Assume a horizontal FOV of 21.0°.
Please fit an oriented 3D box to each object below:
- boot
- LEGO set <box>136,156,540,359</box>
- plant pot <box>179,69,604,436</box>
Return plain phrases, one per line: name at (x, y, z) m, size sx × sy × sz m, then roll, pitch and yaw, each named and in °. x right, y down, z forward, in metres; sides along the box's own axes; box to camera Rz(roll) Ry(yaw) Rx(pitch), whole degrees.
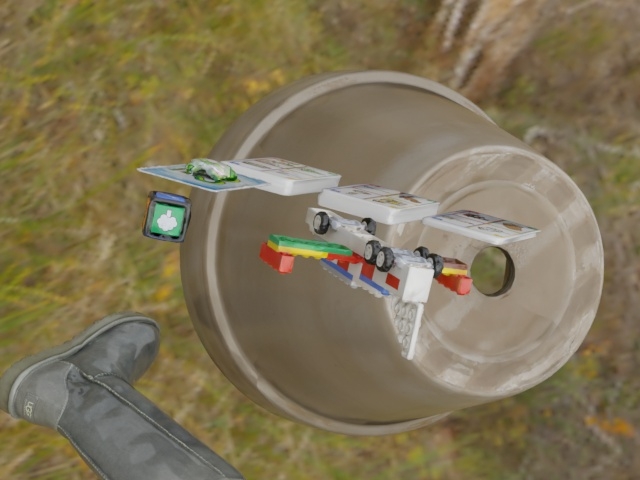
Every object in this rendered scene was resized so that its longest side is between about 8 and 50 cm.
boot at (-0.135, 0.148, 1.404) m, size 0.189 × 0.208 × 0.076 m, roll -30°, pitch 135°, yaw -45°
LEGO set at (0.000, 0.000, 0.943) m, size 0.244 × 0.182 × 0.060 m, roll -11°, pitch 115°, yaw -67°
plant pot at (0.081, 0.016, 1.403) m, size 0.323 × 0.280 × 0.323 m, roll -1°, pitch 94°, yaw -22°
